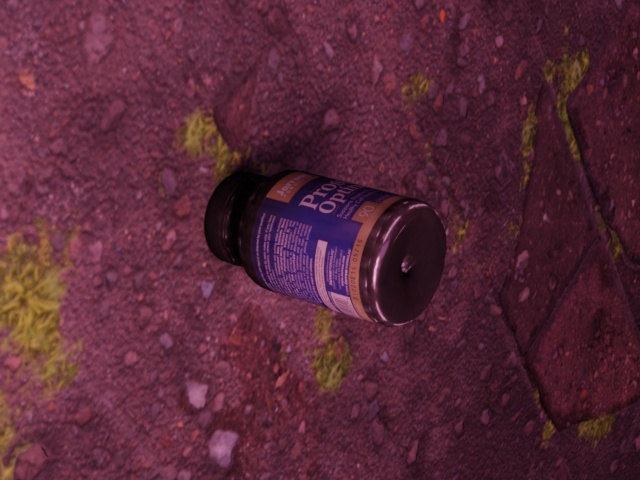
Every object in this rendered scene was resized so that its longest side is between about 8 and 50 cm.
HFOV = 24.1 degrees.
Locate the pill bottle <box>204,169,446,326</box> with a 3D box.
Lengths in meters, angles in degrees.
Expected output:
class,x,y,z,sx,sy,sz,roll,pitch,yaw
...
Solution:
class,x,y,z,sx,sy,sz,roll,pitch,yaw
pill bottle,0.000,0.000,1.435,0.123,0.219,0.123,-24,121,-47
